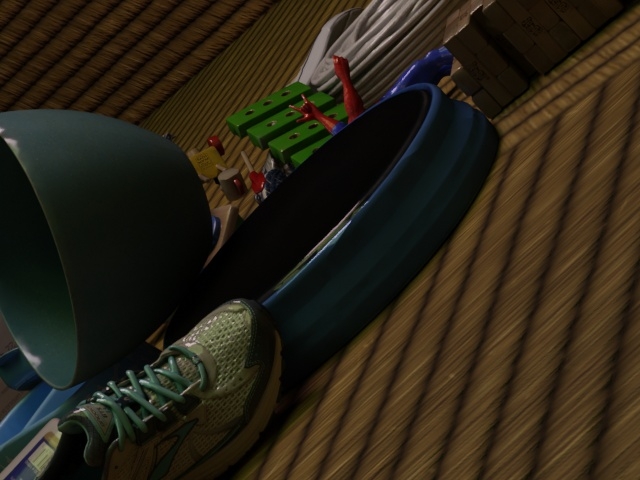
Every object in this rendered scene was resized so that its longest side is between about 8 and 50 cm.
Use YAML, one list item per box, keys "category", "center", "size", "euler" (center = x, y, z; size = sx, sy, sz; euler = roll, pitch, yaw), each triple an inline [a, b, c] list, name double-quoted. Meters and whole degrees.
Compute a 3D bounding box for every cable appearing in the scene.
- category: "cable"
  center: [0.102, -0.261, 2.017]
  size: [0.257, 0.089, 0.257]
  euler: [-49, 13, -15]

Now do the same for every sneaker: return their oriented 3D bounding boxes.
- category: "sneaker"
  center: [0.000, -0.221, 2.194]
  size: [0.091, 0.094, 0.258]
  euler: [-24, 25, 47]
- category: "sneaker"
  center: [-0.054, -0.059, 1.980]
  size: [0.058, 0.052, 0.135]
  euler: [-61, 11, 26]
- category: "sneaker"
  center: [-0.143, 0.159, 1.335]
  size: [0.283, 0.122, 0.110]
  euler: [-51, 50, 0]

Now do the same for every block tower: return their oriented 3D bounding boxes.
- category: "block tower"
  center: [0.257, -0.261, 1.526]
  size: [0.335, 0.091, 0.097]
  euler: [-40, 14, 22]

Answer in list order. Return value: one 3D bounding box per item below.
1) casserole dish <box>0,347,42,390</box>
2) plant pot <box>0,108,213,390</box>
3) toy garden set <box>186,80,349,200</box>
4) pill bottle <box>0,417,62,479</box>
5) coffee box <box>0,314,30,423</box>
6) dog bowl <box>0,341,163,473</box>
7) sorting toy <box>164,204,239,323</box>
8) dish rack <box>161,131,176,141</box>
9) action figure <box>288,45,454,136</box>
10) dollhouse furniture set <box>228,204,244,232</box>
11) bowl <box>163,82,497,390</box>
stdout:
- category: "casserole dish"
  center: [-0.301, 0.145, 1.950]
  size: [0.188, 0.037, 0.114]
  euler: [-5, -21, -44]
- category: "plant pot"
  center: [-0.228, -0.014, 1.683]
  size: [0.195, 0.290, 0.290]
  euler: [-20, 1, -26]
- category: "toy garden set"
  center: [-0.055, -0.100, 1.921]
  size: [0.203, 0.049, 0.244]
  euler: [-29, 27, -14]
- category: "pill bottle"
  center: [-0.266, 0.265, 1.472]
  size: [0.187, 0.112, 0.112]
  euler: [-47, 13, -9]
- category: "coffee box"
  center: [-0.477, 0.070, 2.227]
  size: [0.337, 0.338, 0.334]
  euler: [-45, 12, -2]
- category: "dog bowl"
  center: [-0.277, 0.194, 1.815]
  size: [0.297, 0.074, 0.166]
  euler: [-32, 18, 43]
- category: "sorting toy"
  center: [-0.165, 0.025, 1.883]
  size: [0.274, 0.046, 0.132]
  euler: [-13, 59, 57]
- category: "dish rack"
  center: [-0.248, -0.005, 1.940]
  size: [0.271, 0.074, 0.208]
  euler: [-34, 30, 47]
- category: "action figure"
  center: [0.066, -0.180, 1.766]
  size: [0.280, 0.139, 0.091]
  euler: [-48, -14, -2]
- category: "dollhouse furniture set"
  center: [-0.144, 0.022, 1.967]
  size: [0.151, 0.058, 0.076]
  euler: [-34, 17, 41]
- category: "bowl"
  center: [0.000, 0.000, 1.547]
  size: [0.391, 0.077, 0.391]
  euler: [-42, 13, 13]
